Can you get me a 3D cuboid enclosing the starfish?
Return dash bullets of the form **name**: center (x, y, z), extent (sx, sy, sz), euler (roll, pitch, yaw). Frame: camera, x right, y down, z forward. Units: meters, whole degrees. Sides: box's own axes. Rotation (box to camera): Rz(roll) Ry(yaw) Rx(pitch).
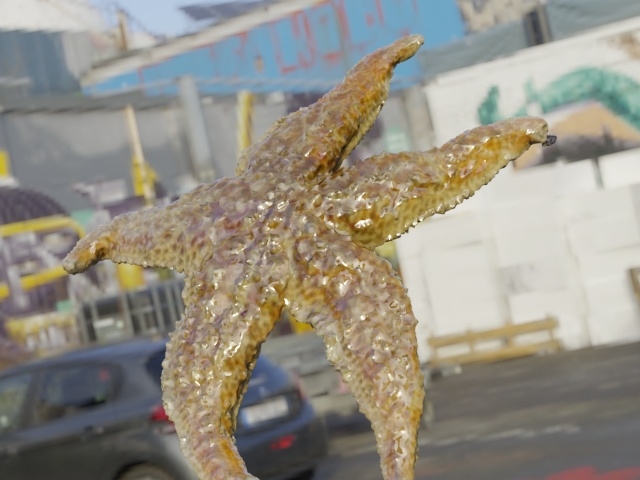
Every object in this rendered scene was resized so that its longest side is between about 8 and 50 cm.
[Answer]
- **starfish**: center (-0.001, -0.003, 0.815), extent (0.299, 0.060, 0.302), euler (29, 69, 38)
